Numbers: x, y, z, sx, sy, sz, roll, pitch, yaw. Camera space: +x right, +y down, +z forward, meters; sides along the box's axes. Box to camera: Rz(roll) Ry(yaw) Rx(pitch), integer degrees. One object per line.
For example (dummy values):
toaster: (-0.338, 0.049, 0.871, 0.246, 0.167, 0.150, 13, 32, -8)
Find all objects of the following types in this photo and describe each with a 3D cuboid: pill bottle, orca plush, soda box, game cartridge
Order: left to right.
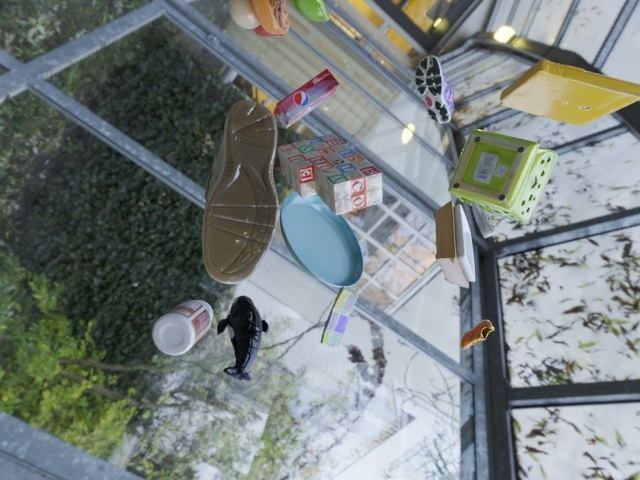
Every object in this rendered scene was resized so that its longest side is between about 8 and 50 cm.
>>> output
pill bottle: (-0.399, 0.248, 1.332, 0.121, 0.121, 0.216, -52, 180, 8)
orca plush: (-0.230, 0.253, 1.292, 0.287, 0.151, 0.102, -77, 180, -52)
soda box: (-0.054, -0.550, 1.732, 0.263, 0.083, 0.092, -40, -178, -17)
game cartridge: (0.781, -0.466, 1.433, 0.285, 0.324, 0.052, 147, -43, -85)

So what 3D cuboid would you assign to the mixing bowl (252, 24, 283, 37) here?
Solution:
mixing bowl: (-0.200, -0.784, 1.550, 0.098, 0.181, 0.181, -16, -159, 4)

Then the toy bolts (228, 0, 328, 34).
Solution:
toy bolts: (-0.086, -0.464, 0.687, 0.159, 0.218, 0.228, -7, -118, 16)

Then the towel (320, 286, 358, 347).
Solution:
towel: (0.027, 0.107, 0.618, 0.010, 0.060, 0.083, 18, -101, 29)

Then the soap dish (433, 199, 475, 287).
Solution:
soap dish: (0.546, 0.018, 1.828, 0.118, 0.229, 0.290, -11, -130, 25)

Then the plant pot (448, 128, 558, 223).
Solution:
plant pot: (0.515, -0.194, 1.297, 0.227, 0.207, 0.228, 26, -77, 36)

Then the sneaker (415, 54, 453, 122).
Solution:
sneaker: (0.274, -0.360, 1.052, 0.068, 0.169, 0.071, 11, -124, 37)

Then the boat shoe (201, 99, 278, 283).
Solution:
boat shoe: (-0.145, -0.081, 0.803, 0.110, 0.122, 0.340, -32, -133, 58)

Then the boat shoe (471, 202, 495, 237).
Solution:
boat shoe: (0.415, -0.056, 1.135, 0.035, 0.035, 0.100, -19, -118, 10)

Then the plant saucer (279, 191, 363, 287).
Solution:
plant saucer: (0.000, 0.000, 1.282, 0.044, 0.318, 0.317, -37, -159, 34)

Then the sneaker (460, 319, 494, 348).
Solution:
sneaker: (0.679, 0.419, 1.949, 0.175, 0.064, 0.067, -55, -154, 25)

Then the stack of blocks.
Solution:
stack of blocks: (0.017, -0.178, 1.180, 0.171, 0.087, 0.297, -17, -144, -16)
